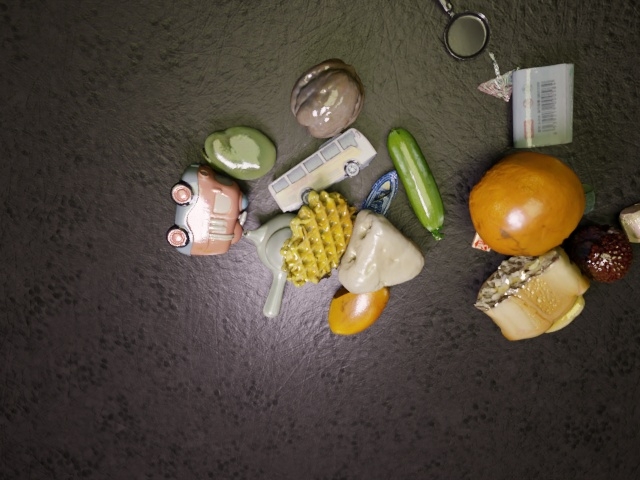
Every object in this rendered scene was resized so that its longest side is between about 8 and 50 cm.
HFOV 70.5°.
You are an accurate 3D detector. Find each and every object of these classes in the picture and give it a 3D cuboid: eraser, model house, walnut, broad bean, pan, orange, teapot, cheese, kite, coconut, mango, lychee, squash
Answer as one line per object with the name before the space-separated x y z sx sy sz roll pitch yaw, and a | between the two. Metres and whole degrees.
eraser | 0.661 -0.395 1.345 0.174 0.081 0.226 -7 103 -1
model house | 0.815 -0.125 1.424 0.079 0.066 0.083 -23 120 -3
walnut | 0.023 -0.409 1.304 0.225 0.224 0.223 1 104 2
broad bean | -0.253 -0.269 1.405 0.228 0.100 0.169 -4 112 2
pan | 0.400 -0.639 1.320 0.136 0.028 0.235 -37 103 10
orange | 0.586 -0.102 1.309 0.313 0.312 0.311 1 104 2
teapot | -0.103 0.073 1.456 0.220 0.149 0.317 -11 102 6
cheese | 0.189 0.060 1.409 0.248 0.174 0.251 23 96 -28
kite | 0.537 -0.490 1.363 0.139 0.011 0.156 -23 102 5
coconut | 0.999 -0.047 1.402 0.116 0.116 0.122 -28 97 9
mango | 0.119 0.216 1.496 0.154 0.126 0.252 42 105 0
lychee | 0.867 0.043 1.401 0.188 0.188 0.187 1 104 2
squash | 0.306 -0.175 1.405 0.102 0.101 0.378 -23 98 8

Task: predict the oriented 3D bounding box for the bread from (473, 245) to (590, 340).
bread | 0.666 0.161 1.427 0.270 0.211 0.315 39 111 -15

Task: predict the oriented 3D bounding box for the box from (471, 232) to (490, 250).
box | 0.536 -0.016 1.477 0.058 0.015 0.092 15 104 0

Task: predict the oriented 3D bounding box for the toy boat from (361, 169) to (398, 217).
toy boat | 0.195 -0.137 1.412 0.091 0.110 0.174 25 102 -7

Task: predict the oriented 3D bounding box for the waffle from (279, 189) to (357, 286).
waffle | 0.003 0.001 1.374 0.060 0.307 0.311 24 87 39

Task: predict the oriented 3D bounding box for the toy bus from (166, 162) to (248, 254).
toy bus | -0.347 -0.087 1.410 0.232 0.194 0.287 11 104 -9

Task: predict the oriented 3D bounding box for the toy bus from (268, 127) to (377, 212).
toy bus | 0.007 -0.214 1.411 0.343 0.097 0.138 -34 94 11
